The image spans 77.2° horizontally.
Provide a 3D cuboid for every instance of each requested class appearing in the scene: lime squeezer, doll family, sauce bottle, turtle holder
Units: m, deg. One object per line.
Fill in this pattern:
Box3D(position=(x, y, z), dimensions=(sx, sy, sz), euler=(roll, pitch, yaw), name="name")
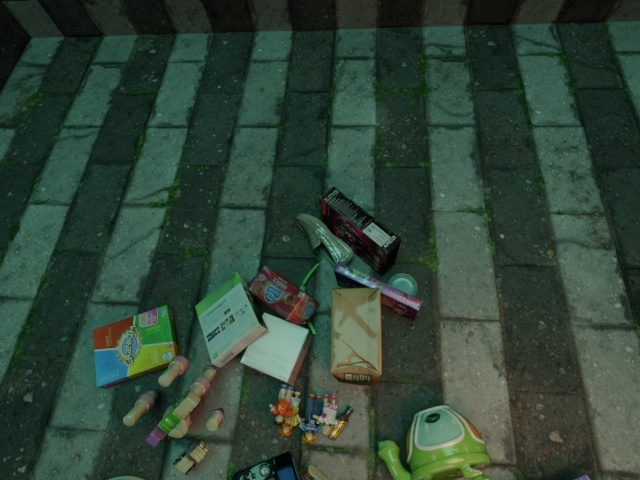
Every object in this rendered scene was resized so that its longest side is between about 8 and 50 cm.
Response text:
Box3D(position=(-0.064, 0.232, 1.669), dimensions=(0.110, 0.058, 0.310), euler=(0, 63, 6), name="lime squeezer")
Box3D(position=(-0.059, 0.640, 1.451), dimensions=(0.263, 0.118, 0.163), euler=(12, 52, 0), name="doll family")
Box3D(position=(0.073, 0.661, 1.455), dimensions=(0.042, 0.042, 0.128), euler=(34, 74, 19), name="sauce bottle")
Box3D(position=(0.382, 0.698, 1.330), dimensions=(0.320, 0.244, 0.227), euler=(-41, 42, 29), name="turtle holder")

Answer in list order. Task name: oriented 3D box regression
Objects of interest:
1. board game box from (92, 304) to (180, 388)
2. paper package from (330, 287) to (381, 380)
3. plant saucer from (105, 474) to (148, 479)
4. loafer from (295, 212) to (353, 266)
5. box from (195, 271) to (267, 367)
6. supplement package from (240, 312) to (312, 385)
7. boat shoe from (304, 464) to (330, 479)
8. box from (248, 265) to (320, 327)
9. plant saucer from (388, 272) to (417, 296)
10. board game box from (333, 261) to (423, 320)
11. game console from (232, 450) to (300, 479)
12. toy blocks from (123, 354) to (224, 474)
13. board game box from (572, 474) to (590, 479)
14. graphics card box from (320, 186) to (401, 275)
Box3D(position=(-0.747, 0.430, 1.631), dimensions=(0.317, 0.064, 0.242), euler=(-19, 64, -4), name="board game box")
Box3D(position=(0.132, 0.352, 1.446), dimensions=(0.168, 0.324, 0.309), euler=(-1, 65, 5), name="paper package")
Box3D(position=(-0.698, 1.011, 1.326), dimensions=(0.401, 0.100, 0.399), euler=(-2, 65, 4), name="plant saucer")
Box3D(position=(0.000, 0.000, 1.745), dimensions=(0.319, 0.112, 0.111), euler=(40, 65, 20), name="loafer")
Box3D(position=(-0.358, 0.300, 1.572), dimensions=(0.232, 0.058, 0.322), euler=(-39, 45, 2), name="box")
Box3D(position=(-0.161, 0.418, 1.535), dimensions=(0.194, 0.149, 0.203), euler=(19, 67, 14), name="supplement package")
Box3D(position=(0.001, 0.837, 1.378), dimensions=(0.137, 0.049, 0.043), euler=(38, 115, 18), name="boat shoe")
Box3D(position=(-0.146, 0.222, 1.590), dimensions=(0.257, 0.128, 0.122), euler=(29, 81, 39), name="box")
Box3D(position=(0.341, 0.196, 1.668), dimensions=(0.120, 0.021, 0.119), euler=(-2, 65, 5), name="plant saucer")
Box3D(position=(0.221, 0.203, 1.573), dimensions=(0.347, 0.208, 0.056), euler=(24, 69, 17), name="board game box")
Box3D(position=(-0.156, 0.876, 1.300), dimensions=(0.251, 0.173, 0.292), euler=(-20, 64, -5), name="game console")
Box3D(position=(-0.478, 0.594, 1.466), dimensions=(0.309, 0.260, 0.288), euler=(42, 104, -3), name="toy blocks")
Box3D(position=(0.716, 0.869, 1.162), dimensions=(0.292, 0.141, 0.232), euler=(-7, 43, -18), name="board game box")
Box3D(position=(0.159, -0.037, 1.681), dimensions=(0.371, 0.232, 0.094), euler=(40, 70, 20), name="graphics card box")
